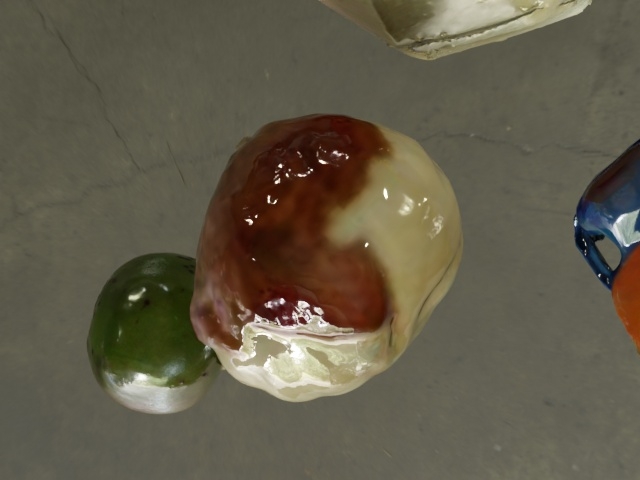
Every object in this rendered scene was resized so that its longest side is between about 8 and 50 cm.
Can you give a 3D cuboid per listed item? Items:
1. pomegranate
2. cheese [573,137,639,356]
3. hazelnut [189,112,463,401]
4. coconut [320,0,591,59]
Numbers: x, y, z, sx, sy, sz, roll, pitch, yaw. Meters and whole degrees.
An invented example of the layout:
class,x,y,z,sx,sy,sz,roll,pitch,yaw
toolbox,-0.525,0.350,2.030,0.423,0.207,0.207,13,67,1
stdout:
class,x,y,z,sx,sy,sz,roll,pitch,yaw
pomegranate,-0.143,0.108,1.117,0.224,0.181,0.181,12,87,1
cheese,0.236,0.087,0.498,0.129,0.217,0.329,4,51,-43
hazelnut,0.000,0.000,0.889,0.241,0.261,0.261,39,84,22
coconut,0.115,-0.332,0.927,0.353,0.352,0.352,0,88,-6
